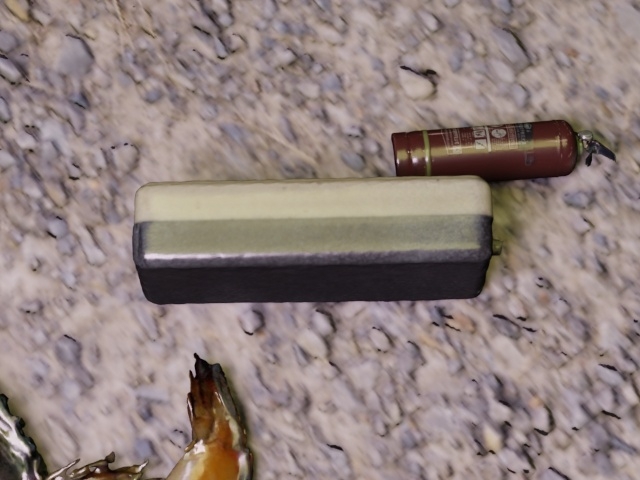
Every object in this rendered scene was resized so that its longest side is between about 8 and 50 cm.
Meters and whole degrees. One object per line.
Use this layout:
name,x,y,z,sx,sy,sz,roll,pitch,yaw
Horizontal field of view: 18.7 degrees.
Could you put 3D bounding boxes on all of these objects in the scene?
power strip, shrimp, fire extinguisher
power strip,0.000,0.000,1.360,0.256,0.105,0.070,0,73,-1
shrimp,-0.173,0.130,1.334,0.222,0.054,0.290,-36,76,-12
fire extinguisher,0.132,-0.065,1.420,0.158,0.043,0.064,-4,26,-2
